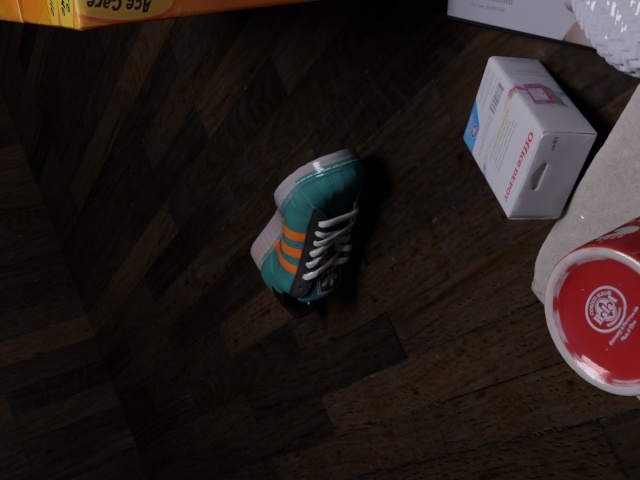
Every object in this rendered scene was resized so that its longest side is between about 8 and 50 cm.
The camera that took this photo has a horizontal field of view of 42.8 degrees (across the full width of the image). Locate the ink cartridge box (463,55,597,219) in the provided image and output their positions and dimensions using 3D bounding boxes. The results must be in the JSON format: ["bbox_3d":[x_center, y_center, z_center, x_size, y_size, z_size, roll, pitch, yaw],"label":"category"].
[{"bbox_3d":[0.175,-0.089,0.701,0.123,0.052,0.089,-104,20,-48],"label":"ink cartridge box"}]

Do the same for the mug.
[{"bbox_3d":[0.228,0.009,0.510,0.113,0.169,0.150,15,117,53],"label":"mug"}]

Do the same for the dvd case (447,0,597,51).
[{"bbox_3d":[0.179,-0.294,0.663,0.180,0.022,0.253,31,129,47],"label":"dvd case"}]

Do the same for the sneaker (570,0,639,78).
[{"bbox_3d":[0.243,-0.226,0.485,0.137,0.210,0.366,129,146,-53],"label":"sneaker"}]

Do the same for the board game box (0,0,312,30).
[{"bbox_3d":[-0.131,-0.402,0.753,0.356,0.356,0.357,25,125,54],"label":"board game box"}]

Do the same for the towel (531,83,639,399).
[{"bbox_3d":[0.281,-0.001,0.627,0.187,0.049,0.282,50,141,29],"label":"towel"}]

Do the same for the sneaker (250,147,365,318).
[{"bbox_3d":[0.000,0.000,1.009,0.121,0.108,0.302,61,154,16],"label":"sneaker"}]
